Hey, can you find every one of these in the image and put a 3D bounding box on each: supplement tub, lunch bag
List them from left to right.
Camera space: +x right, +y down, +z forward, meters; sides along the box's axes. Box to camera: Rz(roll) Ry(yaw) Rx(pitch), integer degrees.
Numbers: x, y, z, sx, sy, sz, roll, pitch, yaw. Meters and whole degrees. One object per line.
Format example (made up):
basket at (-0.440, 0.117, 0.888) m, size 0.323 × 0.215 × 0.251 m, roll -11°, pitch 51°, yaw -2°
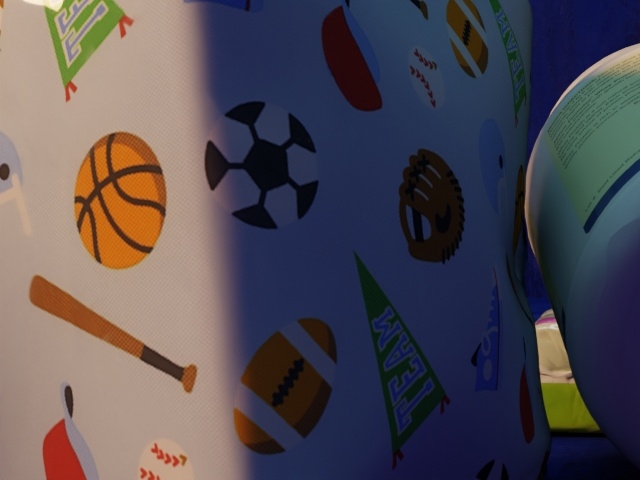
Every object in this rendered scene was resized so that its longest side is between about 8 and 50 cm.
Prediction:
lunch bag at (0.000, 0.000, 0.563) m, size 0.239 × 0.327 × 0.385 m, roll -5°, pitch -1°, yaw 38°
supplement tub at (0.261, -0.006, 0.677) m, size 0.235 × 0.235 × 0.325 m, roll -2°, pitch 21°, yaw 5°

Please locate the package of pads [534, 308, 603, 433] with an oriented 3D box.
package of pads at (0.332, 0.107, 0.909) m, size 0.297 × 0.101 × 0.229 m, roll -1°, pitch -1°, yaw 16°
